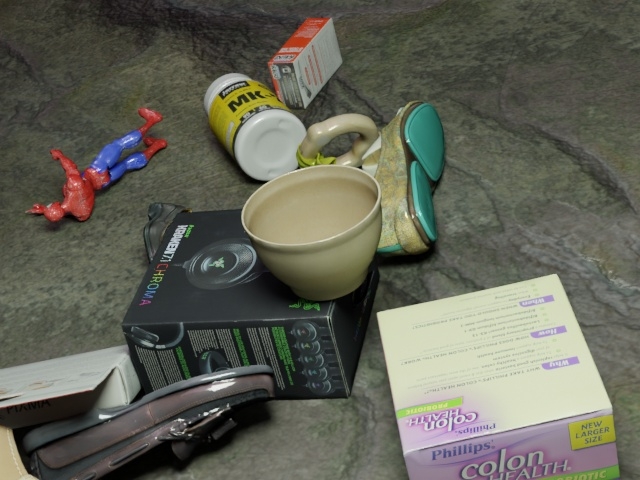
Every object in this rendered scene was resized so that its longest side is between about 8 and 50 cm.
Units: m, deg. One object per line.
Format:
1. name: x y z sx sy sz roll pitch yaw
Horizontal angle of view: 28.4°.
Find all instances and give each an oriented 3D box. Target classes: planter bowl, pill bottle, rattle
1. planter bowl: 0.000 0.000 1.467 0.162 0.109 0.162 -10 35 7
2. pill bottle: -0.110 -0.187 2.023 0.119 0.119 0.208 -23 34 -13
3. rattle: 0.076 -0.118 1.892 0.200 0.130 0.142 -3 35 -29

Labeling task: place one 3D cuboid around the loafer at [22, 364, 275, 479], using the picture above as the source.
1. loafer: -0.190 0.229 1.470 0.303 0.109 0.095 -17 72 -2

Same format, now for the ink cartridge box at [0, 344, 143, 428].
1. ink cartridge box: -0.364 0.197 1.511 0.275 0.060 0.239 -11 8 5

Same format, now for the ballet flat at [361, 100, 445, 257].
1. ballet flat: 0.109 -0.090 1.808 0.123 0.123 0.348 -7 33 12

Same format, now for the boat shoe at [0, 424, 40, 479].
1. boat shoe: -0.301 0.322 1.342 0.110 0.121 0.341 -13 43 -16

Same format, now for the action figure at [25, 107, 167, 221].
1. action figure: -0.382 -0.118 2.054 0.139 0.091 0.280 11 39 24

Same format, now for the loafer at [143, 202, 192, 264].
1. loafer: -0.223 -0.008 1.853 0.061 0.062 0.170 -7 34 2

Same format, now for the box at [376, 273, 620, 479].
1. box: 0.187 0.169 1.372 0.214 0.117 0.243 -13 32 3

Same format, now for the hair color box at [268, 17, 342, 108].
1. hair color box: -0.025 -0.309 2.198 0.053 0.093 0.167 3 36 26

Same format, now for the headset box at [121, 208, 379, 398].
1. headset box: -0.069 0.075 1.601 0.283 0.131 0.246 -3 35 17
